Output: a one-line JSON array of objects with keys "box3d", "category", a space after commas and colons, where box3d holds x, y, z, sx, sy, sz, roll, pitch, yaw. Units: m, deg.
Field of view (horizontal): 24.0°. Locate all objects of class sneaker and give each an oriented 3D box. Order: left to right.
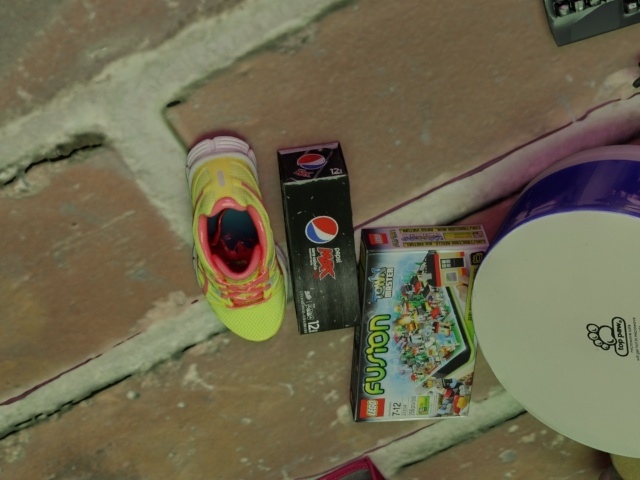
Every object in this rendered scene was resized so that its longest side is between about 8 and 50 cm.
[{"box3d": [-0.073, 0.018, 1.293, 0.081, 0.094, 0.208, -15, 128, 0], "category": "sneaker"}]

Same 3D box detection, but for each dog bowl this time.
[{"box3d": [0.267, 0.056, 1.289, 0.265, 0.104, 0.265, 16, 129, 21], "category": "dog bowl"}]

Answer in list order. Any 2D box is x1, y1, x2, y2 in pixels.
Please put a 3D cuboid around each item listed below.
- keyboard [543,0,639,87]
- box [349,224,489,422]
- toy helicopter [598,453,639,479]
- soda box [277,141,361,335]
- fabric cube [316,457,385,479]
[{"box3d": [0.339, -0.219, 1.223, 0.317, 0.033, 0.201, -17, 127, 5], "category": "keyboard"}, {"box3d": [0.089, 0.080, 1.399, 0.114, 0.036, 0.207, -2, 126, -6], "category": "box"}, {"box3d": [0.388, 0.255, 1.513, 0.235, 0.140, 0.355, -27, 128, 13], "category": "toy helicopter"}, {"box3d": [0.000, 0.000, 1.316, 0.060, 0.053, 0.169, -8, 127, -4], "category": "soda box"}, {"box3d": [0.017, 0.429, 1.509, 0.259, 0.254, 0.258, -28, 127, 11], "category": "fabric cube"}]
